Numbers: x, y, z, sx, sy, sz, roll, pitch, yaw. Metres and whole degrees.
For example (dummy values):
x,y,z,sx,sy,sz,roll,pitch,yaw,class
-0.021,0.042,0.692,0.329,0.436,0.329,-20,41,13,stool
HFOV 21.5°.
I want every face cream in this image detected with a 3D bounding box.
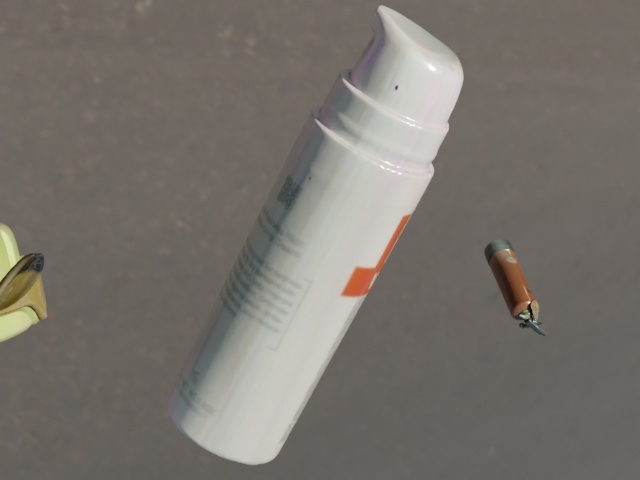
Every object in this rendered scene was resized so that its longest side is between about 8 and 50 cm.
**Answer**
x,y,z,sx,sy,sz,roll,pitch,yaw,class
0.000,0.000,1.230,0.102,0.102,0.345,-4,128,-56,face cream

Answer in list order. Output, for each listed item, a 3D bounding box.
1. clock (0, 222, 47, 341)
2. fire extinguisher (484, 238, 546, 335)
x,y,z,sx,sy,sz,roll,pitch,yaw,class
-0.246,0.032,1.005,0.170,0.232,0.069,-12,97,-32,clock
0.146,0.036,1.247,0.028,0.083,0.022,23,123,-37,fire extinguisher
